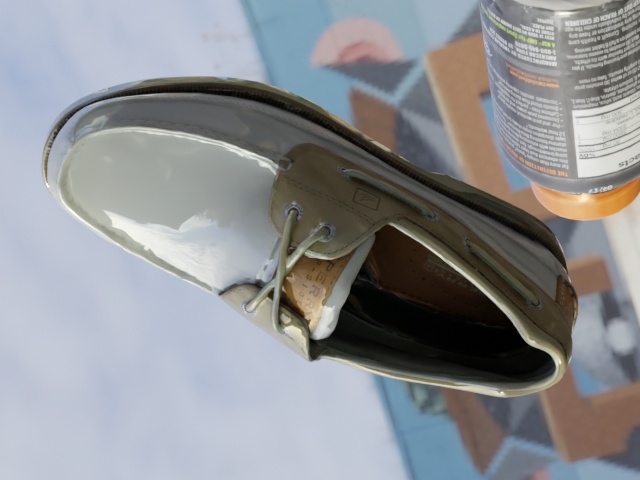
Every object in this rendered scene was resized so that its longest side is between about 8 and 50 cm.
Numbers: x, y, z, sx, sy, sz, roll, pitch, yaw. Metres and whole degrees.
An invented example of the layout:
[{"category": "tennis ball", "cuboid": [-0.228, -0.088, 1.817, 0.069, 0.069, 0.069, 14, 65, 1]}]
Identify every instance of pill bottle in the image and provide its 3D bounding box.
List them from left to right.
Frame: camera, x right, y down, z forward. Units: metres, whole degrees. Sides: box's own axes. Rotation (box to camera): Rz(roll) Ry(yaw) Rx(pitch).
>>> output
[{"category": "pill bottle", "cuboid": [0.182, -0.121, 1.186, 0.246, 0.130, 0.130, 75, -167, -50]}]

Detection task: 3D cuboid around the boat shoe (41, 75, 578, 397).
[{"category": "boat shoe", "cuboid": [0.000, 0.000, 0.890, 0.302, 0.113, 0.103, 16, -152, -12]}]
